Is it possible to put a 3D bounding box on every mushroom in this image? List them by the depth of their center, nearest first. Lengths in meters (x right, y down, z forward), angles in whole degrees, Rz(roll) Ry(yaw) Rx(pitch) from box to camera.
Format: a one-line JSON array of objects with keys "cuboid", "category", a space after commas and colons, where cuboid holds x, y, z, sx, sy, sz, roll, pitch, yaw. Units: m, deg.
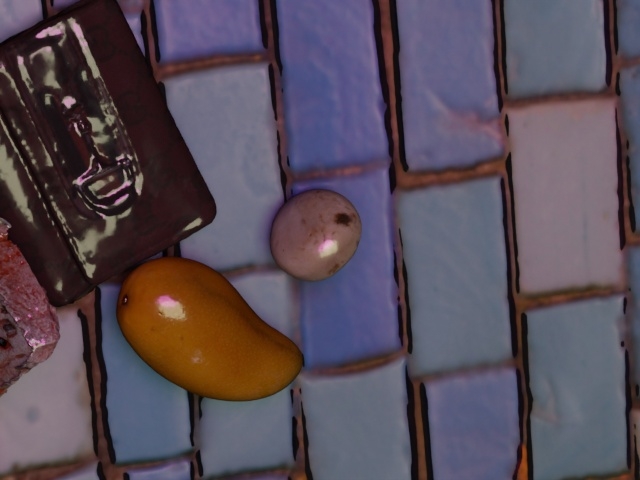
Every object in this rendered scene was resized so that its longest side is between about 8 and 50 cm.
[{"cuboid": [0.000, 0.000, 1.706, 0.085, 0.085, 0.079, -48, 145, -3], "category": "mushroom"}]

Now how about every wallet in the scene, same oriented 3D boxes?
[{"cuboid": [-0.205, -0.073, 1.631, 0.182, 0.049, 0.229, -31, 111, -13], "category": "wallet"}]

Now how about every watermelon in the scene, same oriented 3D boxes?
[{"cuboid": [-0.260, 0.073, 1.607, 0.071, 0.139, 0.187, -16, 118, -42], "category": "watermelon"}]

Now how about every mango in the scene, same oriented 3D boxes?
[{"cuboid": [-0.099, 0.082, 1.681, 0.184, 0.085, 0.102, 35, 89, -32], "category": "mango"}]
